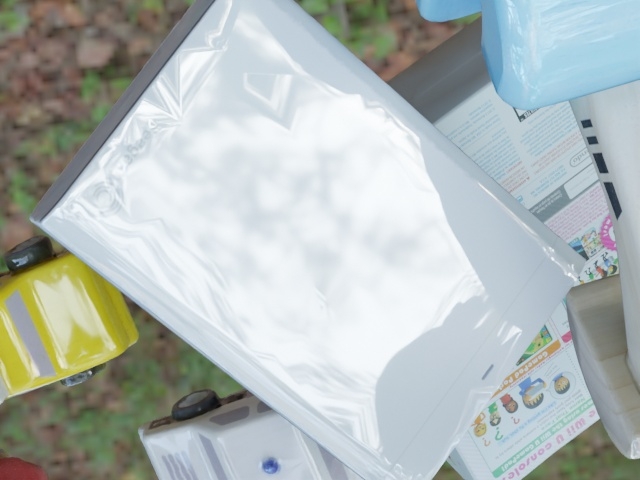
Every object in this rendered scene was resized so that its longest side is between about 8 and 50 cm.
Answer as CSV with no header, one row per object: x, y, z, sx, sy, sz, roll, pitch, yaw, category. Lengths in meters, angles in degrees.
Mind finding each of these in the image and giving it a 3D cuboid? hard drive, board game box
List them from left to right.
0.000,0.000,1.241,0.307,0.203,0.040,40,172,-22,hard drive
0.132,0.010,1.459,0.224,0.097,0.303,-35,121,-9,board game box

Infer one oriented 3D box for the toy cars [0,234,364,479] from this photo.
-0.128,0.108,1.336,0.394,0.176,0.087,20,-163,0,toy cars

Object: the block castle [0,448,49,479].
-0.480,0.317,1.745,0.453,0.213,0.303,-40,129,15,block castle

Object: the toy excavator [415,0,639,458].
0.163,-0.117,1.167,0.222,0.445,0.433,-15,164,-5,toy excavator
